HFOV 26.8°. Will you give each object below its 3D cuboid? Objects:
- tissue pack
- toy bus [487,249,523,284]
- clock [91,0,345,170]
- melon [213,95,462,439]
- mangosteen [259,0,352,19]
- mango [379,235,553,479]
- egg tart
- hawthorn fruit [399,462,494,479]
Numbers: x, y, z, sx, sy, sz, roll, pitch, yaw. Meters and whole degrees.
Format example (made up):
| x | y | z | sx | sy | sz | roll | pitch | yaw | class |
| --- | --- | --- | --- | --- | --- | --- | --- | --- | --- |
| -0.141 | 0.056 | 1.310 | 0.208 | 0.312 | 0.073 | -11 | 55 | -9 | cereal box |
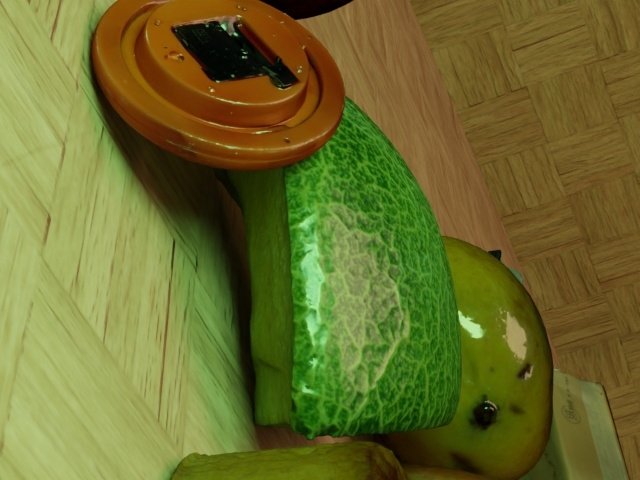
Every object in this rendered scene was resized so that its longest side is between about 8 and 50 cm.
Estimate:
| x | y | z | sx | sy | sz | roll | pitch | yaw | class |
| --- | --- | --- | --- | --- | --- | --- | --- | --- | --- |
| 0.332 | 0.367 | 2.067 | 0.305 | 0.238 | 0.238 | -94 | 161 | -48 | tissue pack |
| 0.239 | 0.162 | 1.988 | 0.276 | 0.164 | 0.134 | 64 | 30 | -33 | toy bus |
| -0.078 | -0.135 | 1.055 | 0.205 | 0.205 | 0.051 | -96 | -159 | -45 | clock |
| 0.000 | 0.000 | 1.184 | 0.331 | 0.226 | 0.344 | 3 | 82 | -59 | melon |
| -0.032 | -0.368 | 1.423 | 0.261 | 0.235 | 0.235 | 89 | -9 | -58 | mangosteen |
| 0.157 | 0.147 | 1.581 | 0.445 | 0.220 | 0.301 | 52 | 15 | -81 | mango |
| -0.006 | 0.221 | 0.909 | 0.202 | 0.147 | 0.203 | -21 | 90 | -76 | egg tart |
| 0.123 | 0.282 | 1.137 | 0.199 | 0.251 | 0.199 | -7 | 90 | -69 | hawthorn fruit |
